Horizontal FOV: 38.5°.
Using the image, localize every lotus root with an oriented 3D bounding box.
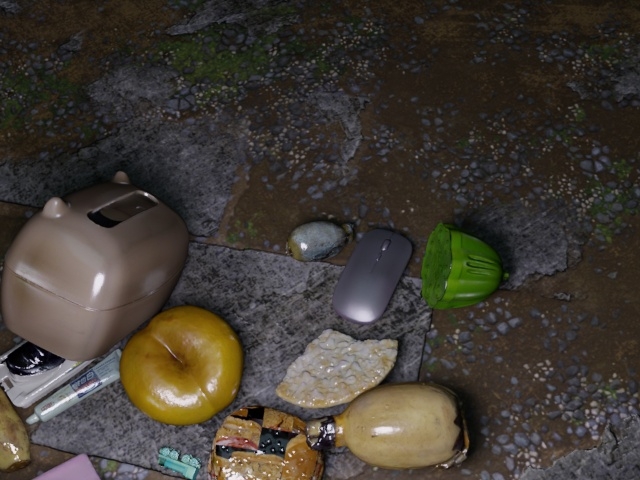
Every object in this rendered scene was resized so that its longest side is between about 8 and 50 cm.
[{"bbox_3d":[0.001,0.000,1.997,0.165,0.088,0.088,-13,60,-15],"label":"lotus root"},{"bbox_3d":[0.125,0.353,1.728,0.310,0.183,0.182,-4,60,2],"label":"lotus root"},{"bbox_3d":[0.314,0.062,1.907,0.186,0.186,0.186,-2,60,3],"label":"lotus root"},{"bbox_3d":[-0.665,0.356,1.828,0.110,0.097,0.258,-47,73,18],"label":"lotus root"}]

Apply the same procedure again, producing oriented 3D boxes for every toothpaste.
[{"bbox_3d":[-0.498,0.307,1.879,0.233,0.038,0.060,-33,67,-17],"label":"toothpaste"}]

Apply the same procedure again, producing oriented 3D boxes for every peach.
[{"bbox_3d":[-0.273,0.252,1.833,0.251,0.153,0.251,-6,57,9],"label":"peach"}]

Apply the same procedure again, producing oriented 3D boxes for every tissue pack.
[{"bbox_3d":[-0.430,0.038,1.808,0.267,0.276,0.387,28,24,10],"label":"tissue pack"}]

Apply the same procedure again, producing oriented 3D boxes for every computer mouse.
[{"bbox_3d":[0.112,0.072,1.959,0.120,0.057,0.232,23,65,15],"label":"computer mouse"}]

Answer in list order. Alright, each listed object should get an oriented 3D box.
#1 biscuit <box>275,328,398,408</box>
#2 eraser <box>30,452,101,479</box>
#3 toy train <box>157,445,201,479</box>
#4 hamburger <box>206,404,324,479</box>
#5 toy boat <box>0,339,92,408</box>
[{"bbox_3d":[0.033,0.254,1.843,0.265,0.040,0.188,-19,40,2],"label":"biscuit"},{"bbox_3d":[-0.519,0.585,1.622,0.359,0.122,0.272,-25,68,-26],"label":"eraser"},{"bbox_3d":[-0.277,0.435,1.796,0.092,0.029,0.045,16,78,17],"label":"toy train"},{"bbox_3d":[-0.108,0.428,1.748,0.231,0.107,0.231,2,58,-3],"label":"hamburger"},{"bbox_3d":[-0.545,0.215,1.882,0.269,0.141,0.141,-43,66,-5],"label":"toy boat"}]
